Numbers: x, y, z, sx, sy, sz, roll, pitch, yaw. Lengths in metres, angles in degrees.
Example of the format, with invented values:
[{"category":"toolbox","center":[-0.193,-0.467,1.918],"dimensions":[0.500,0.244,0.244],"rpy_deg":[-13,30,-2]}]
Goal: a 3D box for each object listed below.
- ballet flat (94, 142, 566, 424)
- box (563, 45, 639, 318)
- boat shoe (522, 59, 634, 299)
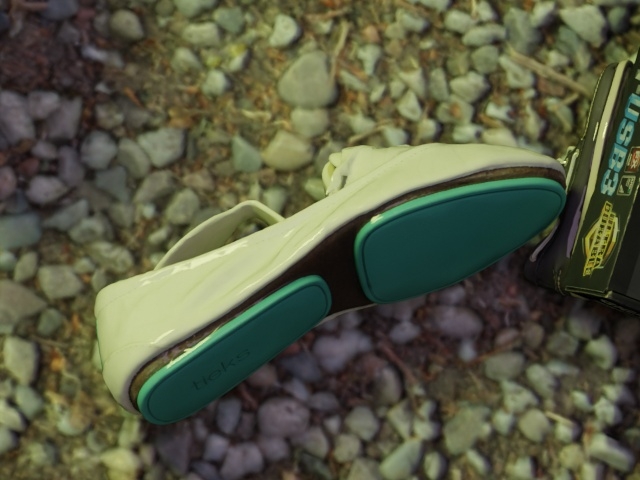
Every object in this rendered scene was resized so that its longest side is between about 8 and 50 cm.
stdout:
[{"category":"ballet flat","center":[0.000,0.000,1.259],"dimensions":[0.400,0.139,0.139],"rpy_deg":[-27,87,-12]},{"category":"box","center":[0.374,-0.051,1.315],"dimensions":[0.293,0.073,0.295],"rpy_deg":[20,85,-22]},{"category":"boat shoe","center":[0.216,-0.055,1.332],"dimensions":[0.065,0.075,0.206],"rpy_deg":[9,80,33]}]
